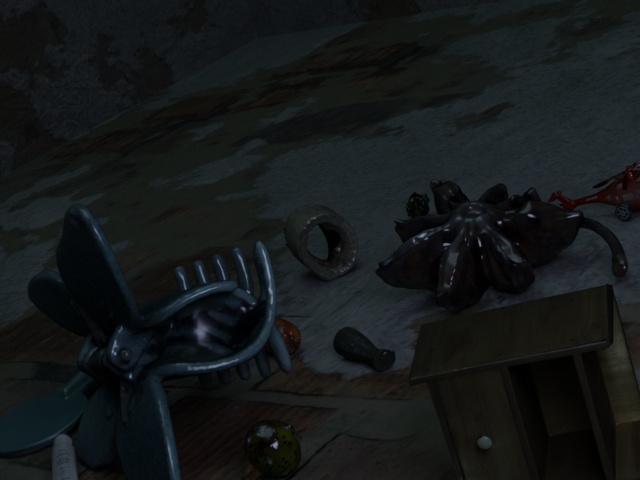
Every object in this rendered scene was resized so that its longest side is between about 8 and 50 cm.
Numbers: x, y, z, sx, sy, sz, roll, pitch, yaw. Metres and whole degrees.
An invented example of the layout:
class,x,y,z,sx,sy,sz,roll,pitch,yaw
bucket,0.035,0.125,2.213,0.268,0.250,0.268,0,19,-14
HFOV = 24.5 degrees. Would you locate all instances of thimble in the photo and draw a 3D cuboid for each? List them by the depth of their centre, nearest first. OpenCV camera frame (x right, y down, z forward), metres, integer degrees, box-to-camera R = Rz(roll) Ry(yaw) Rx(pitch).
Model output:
class,x,y,z,sx,sy,sz,roll,pitch,yaw
thimble,0.000,0.000,2.392,0.102,0.115,0.090,-20,19,-12

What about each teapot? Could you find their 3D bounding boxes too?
class,x,y,z,sx,sy,sz,roll,pitch,yaw
teapot,0.061,0.151,2.018,0.043,0.043,0.111,-26,22,-22

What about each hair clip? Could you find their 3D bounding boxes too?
class,x,y,z,sx,sy,sz,roll,pitch,yaw
hair clip,-0.209,0.135,1.947,0.238,0.392,0.318,-18,-1,-31

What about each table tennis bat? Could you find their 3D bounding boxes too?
class,x,y,z,sx,sy,sz,roll,pitch,yaw
table tennis bat,-0.393,0.246,2.197,0.153,0.040,0.244,-2,28,38

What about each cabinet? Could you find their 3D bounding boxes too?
class,x,y,z,sx,sy,sz,roll,pitch,yaw
cabinet,0.224,0.174,1.573,0.215,0.175,0.148,-13,19,16

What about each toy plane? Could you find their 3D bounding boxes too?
class,x,y,z,sx,sy,sz,roll,pitch,yaw
toy plane,0.437,-0.065,2.228,0.194,0.077,0.126,-20,13,22

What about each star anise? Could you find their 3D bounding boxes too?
class,x,y,z,sx,sy,sz,roll,pitch,yaw
star anise,0.241,0.018,2.121,0.316,0.139,0.359,-27,34,-1

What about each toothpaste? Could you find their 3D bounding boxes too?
class,x,y,z,sx,sy,sz,roll,pitch,yaw
toothpaste,-0.334,0.315,1.929,0.048,0.031,0.190,-19,30,-2

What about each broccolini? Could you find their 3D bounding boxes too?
class,x,y,z,sx,sy,sz,roll,pitch,yaw
broccolini,0.164,-0.022,2.440,0.042,0.044,0.218,-2,25,2

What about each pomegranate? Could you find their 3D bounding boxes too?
class,x,y,z,sx,sy,sz,roll,pitch,yaw
pomegranate,-0.066,0.255,1.788,0.084,0.073,0.073,-22,18,-9

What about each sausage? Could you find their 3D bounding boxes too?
class,x,y,z,sx,sy,sz,roll,pitch,yaw
sausage,-0.122,0.126,2.248,0.053,0.053,0.348,-27,20,-25
